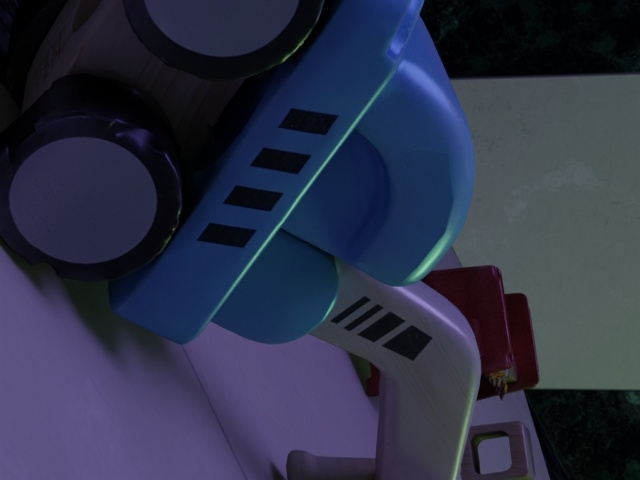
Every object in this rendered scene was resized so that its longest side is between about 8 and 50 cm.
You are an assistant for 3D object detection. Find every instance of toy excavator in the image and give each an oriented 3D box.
[{"bbox_3d":[0.000,0.000,1.001,0.445,0.433,0.222,28,24,-21],"label":"toy excavator"}]

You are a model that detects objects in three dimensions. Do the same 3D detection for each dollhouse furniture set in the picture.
[{"bbox_3d":[0.151,0.224,1.640,0.201,0.152,0.374,37,44,-69],"label":"dollhouse furniture set"}]
